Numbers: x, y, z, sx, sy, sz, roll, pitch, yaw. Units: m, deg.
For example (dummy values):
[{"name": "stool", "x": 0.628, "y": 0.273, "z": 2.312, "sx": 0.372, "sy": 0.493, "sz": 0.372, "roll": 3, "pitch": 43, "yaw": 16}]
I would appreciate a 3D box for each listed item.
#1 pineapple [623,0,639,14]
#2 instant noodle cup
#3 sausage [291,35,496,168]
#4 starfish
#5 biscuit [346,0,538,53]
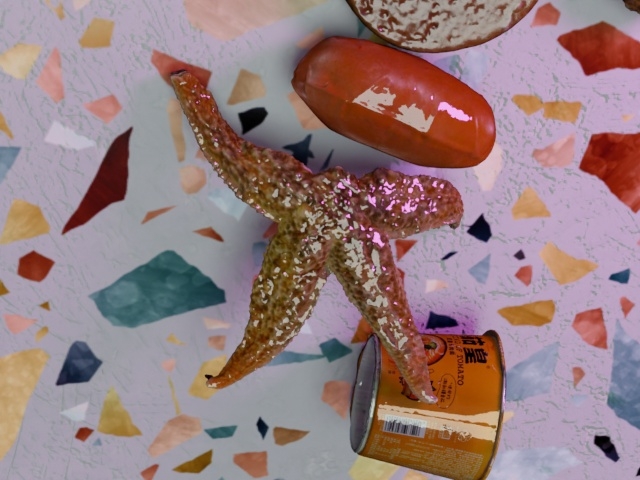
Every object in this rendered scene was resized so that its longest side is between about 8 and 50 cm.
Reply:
[{"name": "pineapple", "x": 0.372, "y": -0.326, "z": 1.442, "sx": 0.197, "sy": 0.108, "sz": 0.108, "roll": 20, "pitch": 111, "yaw": -12}, {"name": "instant noodle cup", "x": 0.138, "y": 0.214, "z": 1.616, "sx": 0.172, "sy": 0.216, "sz": 0.216, "roll": 9, "pitch": 115, "yaw": -7}, {"name": "sausage", "x": 0.093, "y": -0.162, "z": 1.444, "sx": 0.258, "sy": 0.133, "sz": 0.133, "roll": 22, "pitch": 111, "yaw": -19}, {"name": "starfish", "x": 0.006, "y": 0.002, "z": 1.483, "sx": 0.398, "sy": 0.132, "sz": 0.384, "roll": 2, "pitch": 101, "yaw": -20}, {"name": "biscuit", "x": 0.112, "y": -0.386, "z": 1.372, "sx": 0.314, "sy": 0.063, "sz": 0.367, "roll": -14, "pitch": 118, "yaw": -1}]
